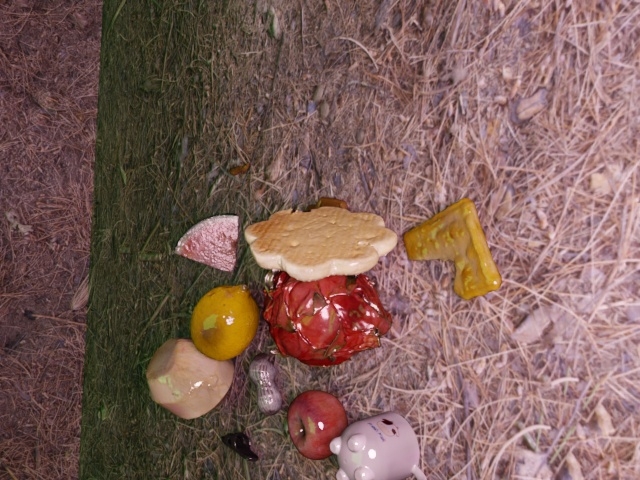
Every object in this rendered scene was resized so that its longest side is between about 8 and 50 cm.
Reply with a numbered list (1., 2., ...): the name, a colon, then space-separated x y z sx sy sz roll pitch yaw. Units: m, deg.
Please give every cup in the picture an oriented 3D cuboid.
1. cup: 0.109 0.441 1.030 0.134 0.142 0.173 -48 54 37

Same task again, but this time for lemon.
1. lemon: -0.267 0.228 1.457 0.188 0.188 0.256 46 118 41

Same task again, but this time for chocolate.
1. chocolate: -0.149 0.387 1.401 0.072 0.072 0.167 -36 64 44

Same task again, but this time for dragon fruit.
1. dragon fruit: 0.006 0.150 1.092 0.299 0.244 0.244 17 102 32

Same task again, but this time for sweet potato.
1. sweet potato: -0.249 -0.214 1.577 0.115 0.026 0.026 -5 85 48

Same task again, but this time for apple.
1. apple: -0.005 0.419 1.188 0.153 0.120 0.153 9 102 52

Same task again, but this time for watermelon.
1. watermelon: -0.342 0.001 1.589 0.202 0.207 0.136 39 146 26

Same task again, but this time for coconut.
1. coconut: -0.381 0.415 1.562 0.259 0.259 0.259 -2 87 50

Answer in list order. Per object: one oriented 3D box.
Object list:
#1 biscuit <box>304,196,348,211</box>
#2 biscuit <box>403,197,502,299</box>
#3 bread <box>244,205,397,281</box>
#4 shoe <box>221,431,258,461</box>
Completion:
1. biscuit: -0.005 -0.006 1.266 0.215 0.034 0.182 -22 72 48
2. biscuit: 0.241 0.032 0.963 0.174 0.039 0.183 -38 60 42
3. bread: 0.000 0.000 1.059 0.316 0.316 0.054 29 128 47
4. shoe: -0.226 0.583 1.500 0.159 0.062 0.053 14 86 50
